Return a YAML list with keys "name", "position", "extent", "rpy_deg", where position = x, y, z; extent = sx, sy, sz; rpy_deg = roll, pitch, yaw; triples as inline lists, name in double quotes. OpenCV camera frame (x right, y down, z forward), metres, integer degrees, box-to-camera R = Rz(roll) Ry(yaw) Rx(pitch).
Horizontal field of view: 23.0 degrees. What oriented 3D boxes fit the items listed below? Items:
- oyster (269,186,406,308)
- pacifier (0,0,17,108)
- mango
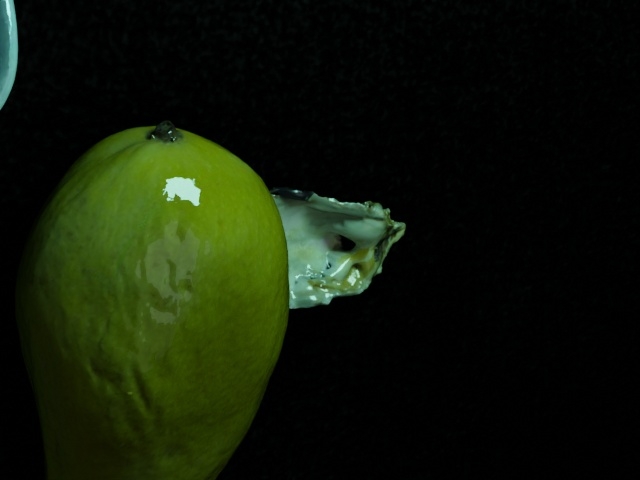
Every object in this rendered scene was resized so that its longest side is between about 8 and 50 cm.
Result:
- name: "oyster"
  position: [0.000, 0.000, 1.206]
  extent: [0.146, 0.045, 0.122]
  rpy_deg: [-34, 135, -9]
- name: "pacifier"
  position: [-0.275, -0.071, 0.874]
  extent: [0.287, 0.238, 0.226]
  rpy_deg: [-66, 165, 4]
- name: "mango"
  position: [-0.112, 0.067, 1.098]
  extent: [0.195, 0.142, 0.332]
  rpy_deg: [-20, 133, -24]
